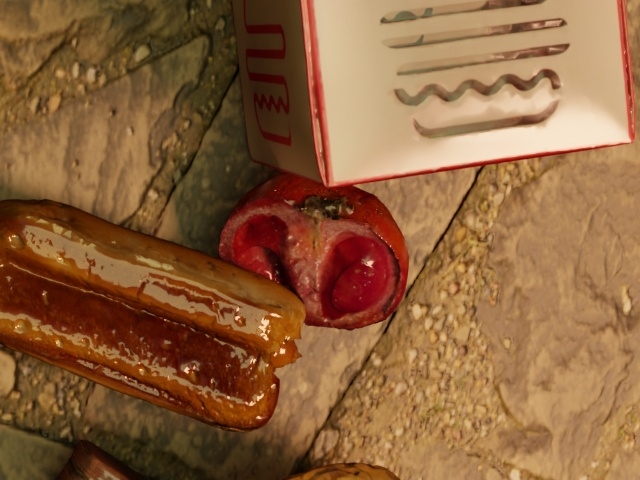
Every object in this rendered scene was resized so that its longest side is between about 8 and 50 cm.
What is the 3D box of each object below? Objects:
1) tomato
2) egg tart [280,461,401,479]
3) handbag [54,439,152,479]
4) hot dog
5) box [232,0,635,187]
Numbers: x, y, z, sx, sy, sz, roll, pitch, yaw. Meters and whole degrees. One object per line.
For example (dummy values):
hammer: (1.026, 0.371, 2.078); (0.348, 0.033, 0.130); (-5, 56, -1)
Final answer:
tomato: (0.000, 0.000, 1.593); (0.189, 0.099, 0.173); (16, 137, 3)
egg tart: (-0.020, 0.423, 1.519); (0.443, 0.178, 0.443); (-28, 133, -35)
handbag: (-0.174, 0.276, 1.562); (0.193, 0.151, 0.072); (34, 84, -13)
hot dog: (-0.185, 0.069, 1.552); (0.348, 0.117, 0.158); (20, 92, -10)
box: (0.089, -0.224, 1.490); (0.314, 0.312, 0.300); (-9, 99, -14)
